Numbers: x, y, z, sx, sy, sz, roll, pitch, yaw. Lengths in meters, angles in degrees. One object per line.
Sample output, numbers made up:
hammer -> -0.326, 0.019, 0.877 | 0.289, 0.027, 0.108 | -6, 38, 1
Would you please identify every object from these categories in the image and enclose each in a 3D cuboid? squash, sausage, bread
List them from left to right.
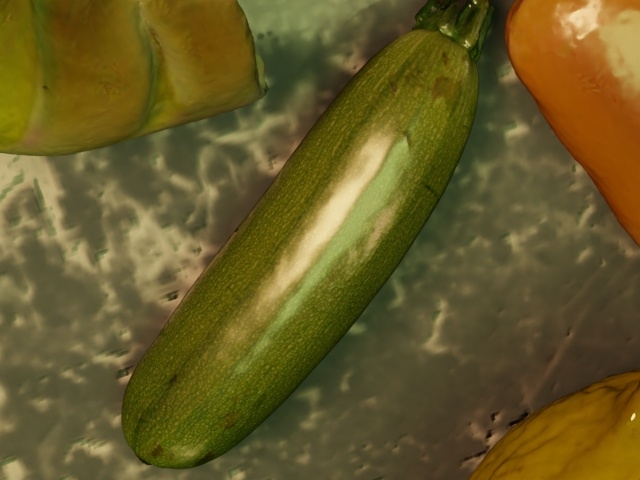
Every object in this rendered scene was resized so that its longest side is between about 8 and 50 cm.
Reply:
bread -> -0.128, -0.110, 0.650 | 0.261, 0.158, 0.156 | 24, 107, -17
squash -> 0.000, 0.000, 0.766 | 0.066, 0.066, 0.252 | 33, 100, -21
sausage -> 0.171, -0.035, 0.779 | 0.098, 0.098, 0.238 | -40, 111, 4

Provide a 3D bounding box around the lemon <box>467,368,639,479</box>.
lemon -> 0.160, 0.185, 0.776 | 0.267, 0.267, 0.267 | -4, 111, -11
